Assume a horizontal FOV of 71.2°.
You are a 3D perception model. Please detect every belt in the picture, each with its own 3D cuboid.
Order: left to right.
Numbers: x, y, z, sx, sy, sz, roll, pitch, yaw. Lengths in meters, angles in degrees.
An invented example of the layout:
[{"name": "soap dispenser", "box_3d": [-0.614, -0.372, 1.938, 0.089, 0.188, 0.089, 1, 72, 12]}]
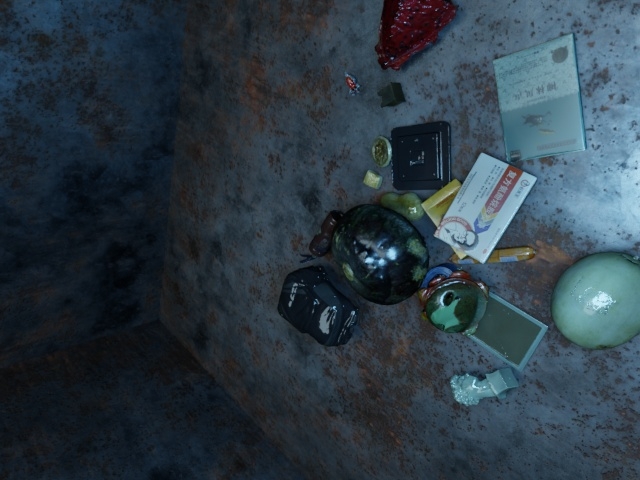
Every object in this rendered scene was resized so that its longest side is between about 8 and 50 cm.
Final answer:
[{"name": "belt", "box_3d": [0.505, 0.185, 1.880, 0.141, 0.082, 0.190, 49, 128, 18]}]

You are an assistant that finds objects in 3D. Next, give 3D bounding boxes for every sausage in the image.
[{"name": "sausage", "box_3d": [0.659, 0.061, 1.727, 0.348, 0.053, 0.053, -8, 94, 44]}]

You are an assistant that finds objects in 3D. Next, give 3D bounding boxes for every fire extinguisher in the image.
[{"name": "fire extinguisher", "box_3d": [0.000, 0.000, 2.275, 0.344, 0.138, 0.102, -56, 47, 35]}]

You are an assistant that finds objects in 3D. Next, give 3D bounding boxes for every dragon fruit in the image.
[{"name": "dragon fruit", "box_3d": [0.357, -0.861, 1.778, 0.329, 0.228, 0.285, 101, 165, -47]}, {"name": "dragon fruit", "box_3d": [0.525, 0.255, 1.776, 0.268, 0.130, 0.295, 37, 120, -13]}]

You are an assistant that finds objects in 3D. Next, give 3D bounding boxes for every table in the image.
[{"name": "table", "box_3d": [0.298, -0.614, 1.899, 0.082, 0.070, 0.083, -17, 89, 48]}]

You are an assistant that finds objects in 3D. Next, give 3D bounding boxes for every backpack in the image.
[{"name": "backpack", "box_3d": [-0.002, 0.345, 2.278, 0.446, 0.255, 0.363, 39, 121, 38]}]

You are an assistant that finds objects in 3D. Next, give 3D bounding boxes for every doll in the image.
[{"name": "doll", "box_3d": [0.142, -0.721, 2.042, 0.114, 0.039, 0.057, 65, 161, 0]}]

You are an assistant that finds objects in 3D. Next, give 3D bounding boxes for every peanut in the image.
[{"name": "peanut", "box_3d": [0.353, -0.154, 1.934, 0.237, 0.110, 0.120, 25, 121, 47]}]

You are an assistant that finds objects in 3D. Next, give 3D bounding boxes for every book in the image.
[{"name": "book", "box_3d": [0.748, -0.472, 1.535, 0.264, 0.031, 0.378, -6, 96, 45]}]

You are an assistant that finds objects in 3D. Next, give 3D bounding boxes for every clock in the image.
[{"name": "clock", "box_3d": [0.413, -0.346, 1.866, 0.279, 0.049, 0.273, 3, 101, 42]}]

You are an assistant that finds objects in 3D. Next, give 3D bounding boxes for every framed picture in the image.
[{"name": "framed picture", "box_3d": [0.710, 0.344, 1.770, 0.296, 0.019, 0.232, 36, 121, 33]}]

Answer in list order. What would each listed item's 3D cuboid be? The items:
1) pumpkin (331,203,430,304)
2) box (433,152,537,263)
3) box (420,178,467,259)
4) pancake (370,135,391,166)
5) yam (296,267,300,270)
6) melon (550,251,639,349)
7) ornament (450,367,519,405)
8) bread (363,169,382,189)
[{"name": "pumpkin", "box_3d": [0.249, 0.057, 1.894, 0.454, 0.344, 0.454, 49, 161, 23]}, {"name": "box", "box_3d": [0.601, -0.117, 1.646, 0.214, 0.069, 0.353, 34, 104, 24]}, {"name": "box", "box_3d": [0.545, -0.083, 1.749, 0.174, 0.076, 0.274, -38, 72, 18]}, {"name": "pancake", "box_3d": [0.271, -0.396, 1.992, 0.139, 0.022, 0.139, 27, 121, 56]}, {"name": "yam", "box_3d": [-0.077, 0.263, 2.483, 0.027, 0.029, 0.234, -34, 77, 38]}, {"name": "melon", "box_3d": [0.883, 0.182, 1.399, 0.268, 0.269, 0.330, 43, 118, 28]}, {"name": "ornament", "box_3d": [0.660, 0.594, 1.805, 0.285, 0.121, 0.130, -27, 60, 44]}, {"name": "bread", "box_3d": [0.242, -0.280, 2.053, 0.083, 0.035, 0.070, 32, 121, 26]}]
